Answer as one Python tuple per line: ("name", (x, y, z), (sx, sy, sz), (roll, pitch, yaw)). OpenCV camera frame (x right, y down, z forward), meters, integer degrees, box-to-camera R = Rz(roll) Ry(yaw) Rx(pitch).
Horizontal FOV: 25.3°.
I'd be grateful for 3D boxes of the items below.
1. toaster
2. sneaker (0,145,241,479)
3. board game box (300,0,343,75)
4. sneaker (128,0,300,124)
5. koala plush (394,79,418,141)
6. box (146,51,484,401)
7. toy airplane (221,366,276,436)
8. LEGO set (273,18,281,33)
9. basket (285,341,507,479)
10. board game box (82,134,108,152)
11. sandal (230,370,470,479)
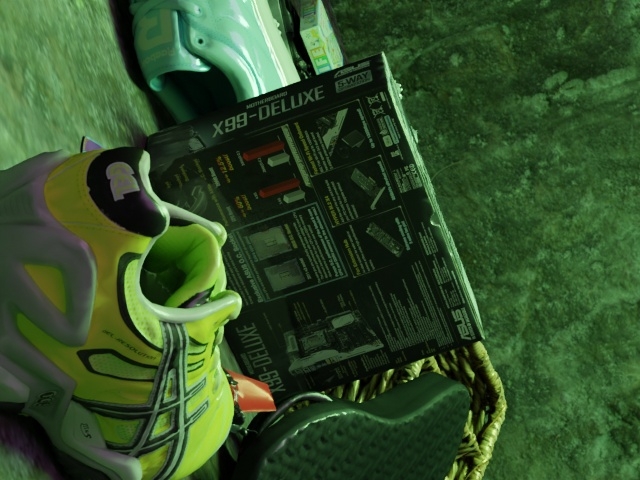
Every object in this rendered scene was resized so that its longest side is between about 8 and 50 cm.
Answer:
("toaster", (-0.060, -0.233, 1.933), (0.186, 0.110, 0.168), (60, 14, -56))
("sneaker", (-0.109, 0.063, 0.885), (0.385, 0.147, 0.145), (54, 18, -67))
("board game box", (0.002, -0.263, 1.924), (0.154, 0.026, 0.103), (-90, 160, -64))
("sneaker", (-0.133, -0.227, 1.411), (0.366, 0.135, 0.150), (59, 30, -11))
("koala plush", (0.010, -0.129, 1.778), (0.196, 0.221, 0.203), (55, 18, -61))
("box", (0.000, 0.000, 1.389), (0.076, 0.242, 0.307), (-94, 162, -58))
("toy airplane", (-0.092, 0.100, 1.169), (0.151, 0.028, 0.151), (35, 23, -17))
("LEGO set", (-0.079, -0.213, 1.579), (0.107, 0.132, 0.287), (36, -25, 15))
("basket", (0.105, 0.227, 1.641), (0.299, 0.223, 0.214), (63, 12, -49))
("board game box", (-0.148, -0.020, 1.190), (0.168, 0.033, 0.133), (40, 33, -75))
("sandal", (0.010, 0.209, 1.343), (0.445, 0.107, 0.168), (0, 108, -64))
